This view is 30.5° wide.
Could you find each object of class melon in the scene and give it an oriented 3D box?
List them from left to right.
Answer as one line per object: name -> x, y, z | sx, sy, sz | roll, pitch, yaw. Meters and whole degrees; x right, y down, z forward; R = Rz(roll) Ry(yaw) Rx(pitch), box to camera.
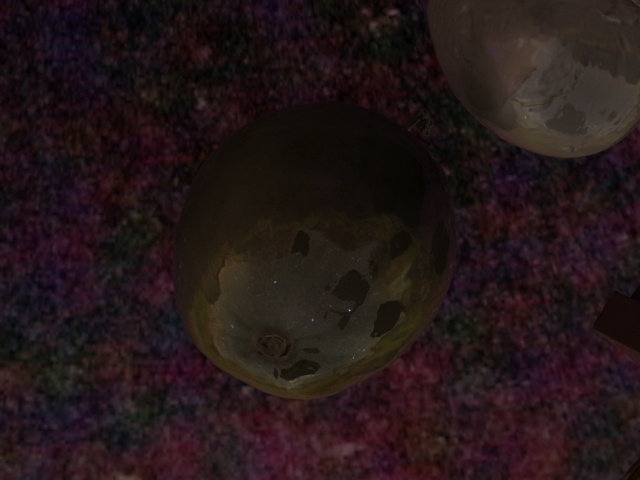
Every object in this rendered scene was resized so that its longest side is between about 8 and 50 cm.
melon -> -0.006, 0.005, 1.055 | 0.272, 0.272, 0.308 | -28, 174, 20

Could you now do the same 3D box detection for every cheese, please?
cheese -> 0.196, -0.154, 1.001 | 0.189, 0.198, 0.154 | 5, 116, -26

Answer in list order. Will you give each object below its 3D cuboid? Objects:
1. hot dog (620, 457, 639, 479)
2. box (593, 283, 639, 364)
hot dog -> 0.387, 0.240, 1.028 | 0.259, 0.114, 0.175 | -27, 100, 38
box -> 0.306, 0.098, 0.704 | 0.215, 0.215, 0.086 | 36, 89, -18
